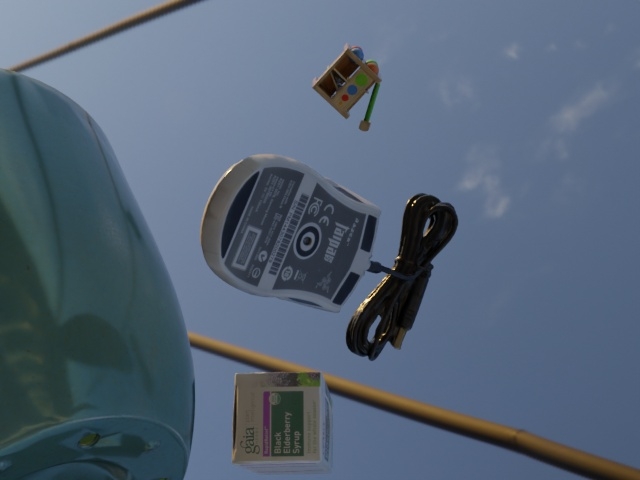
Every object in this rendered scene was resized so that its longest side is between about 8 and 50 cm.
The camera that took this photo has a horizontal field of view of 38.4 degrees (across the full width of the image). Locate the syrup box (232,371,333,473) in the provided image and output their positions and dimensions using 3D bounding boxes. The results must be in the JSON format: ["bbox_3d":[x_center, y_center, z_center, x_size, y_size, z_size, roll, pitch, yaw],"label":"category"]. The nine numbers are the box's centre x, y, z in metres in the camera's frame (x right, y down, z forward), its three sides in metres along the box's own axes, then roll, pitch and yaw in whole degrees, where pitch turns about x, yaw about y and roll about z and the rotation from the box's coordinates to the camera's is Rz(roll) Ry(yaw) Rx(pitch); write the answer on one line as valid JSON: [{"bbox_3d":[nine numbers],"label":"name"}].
[{"bbox_3d":[-0.037,0.212,1.037,0.096,0.237,0.093,-1,-107,2],"label":"syrup box"}]

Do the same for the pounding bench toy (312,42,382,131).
[{"bbox_3d":[0.043,-0.170,1.019,0.083,0.052,0.065,42,-76,-12],"label":"pounding bench toy"}]

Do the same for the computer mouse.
[{"bbox_3d":[0.000,0.000,0.490,0.042,0.193,0.106,24,-90,41],"label":"computer mouse"}]

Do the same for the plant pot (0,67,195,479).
[{"bbox_3d":[-0.212,0.081,0.553,0.293,0.293,0.235,-49,-125,17],"label":"plant pot"}]
